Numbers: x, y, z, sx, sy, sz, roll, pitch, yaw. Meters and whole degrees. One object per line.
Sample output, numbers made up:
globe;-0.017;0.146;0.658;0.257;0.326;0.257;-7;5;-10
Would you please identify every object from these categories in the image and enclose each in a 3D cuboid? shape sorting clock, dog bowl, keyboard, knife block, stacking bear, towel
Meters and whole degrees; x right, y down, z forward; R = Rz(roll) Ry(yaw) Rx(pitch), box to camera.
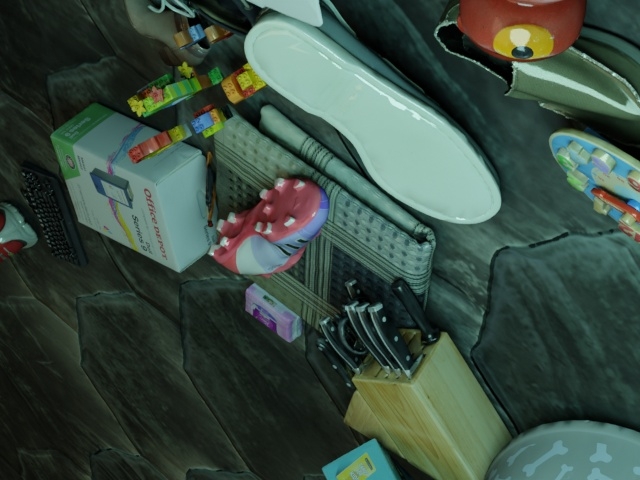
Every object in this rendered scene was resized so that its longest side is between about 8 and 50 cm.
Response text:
shape sorting clock;0.290;-0.031;1.489;0.206;0.040;0.206;38;178;2
dog bowl;0.314;0.372;1.820;0.348;0.102;0.349;16;126;24
keyboard;-0.418;-0.041;2.508;0.108;0.023;0.180;25;141;37
knife block;0.122;0.163;1.895;0.275;0.088;0.242;32;149;8
stacking bear;0.177;-0.258;1.317;0.175;0.164;0.289;2;142;-3
towel;0.000;0.000;1.980;0.324;0.056;0.312;35;150;20

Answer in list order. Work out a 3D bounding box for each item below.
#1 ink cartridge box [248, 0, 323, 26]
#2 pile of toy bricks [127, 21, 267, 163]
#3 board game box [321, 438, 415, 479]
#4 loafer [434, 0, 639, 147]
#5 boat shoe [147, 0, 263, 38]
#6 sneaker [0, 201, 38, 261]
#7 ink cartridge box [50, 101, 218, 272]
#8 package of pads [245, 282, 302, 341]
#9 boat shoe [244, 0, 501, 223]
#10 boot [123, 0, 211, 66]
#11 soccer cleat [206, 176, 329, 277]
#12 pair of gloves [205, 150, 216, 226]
ink cartridge box;-0.103;-0.369;1.609;0.353;0.119;0.207;30;146;32
pile of toy bricks;-0.161;-0.168;1.856;0.212;0.105;0.118;-27;91;36
board game box;0.139;0.415;2.001;0.254;0.079;0.336;63;-174;33
loafer;0.205;-0.149;1.478;0.251;0.087;0.094;34;147;26
boat shoe;-0.135;-0.285;1.789;0.254;0.079;0.095;33;147;27
sneaker;-0.567;0.003;2.659;0.107;0.118;0.279;57;150;-12
ink cartridge box;-0.241;-0.071;2.165;0.212;0.093;0.154;24;141;35
package of pads;-0.061;0.094;2.172;0.083;0.032;0.050;35;146;24
boat shoe;0.068;-0.142;1.670;0.319;0.099;0.116;37;133;-15
boot;-0.176;-0.256;1.924;0.087;0.042;0.118;-18;110;52
soccer cleat;-0.042;-0.010;1.901;0.095;0.083;0.248;25;155;-23
pair of gloves;-0.137;-0.064;2.061;0.010;0.074;0.083;1;155;1
